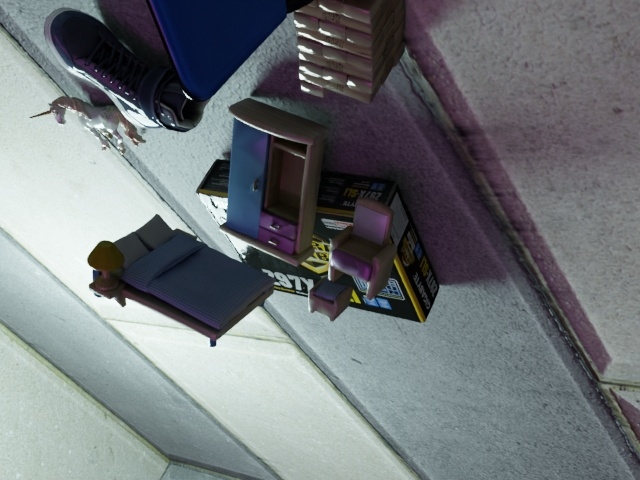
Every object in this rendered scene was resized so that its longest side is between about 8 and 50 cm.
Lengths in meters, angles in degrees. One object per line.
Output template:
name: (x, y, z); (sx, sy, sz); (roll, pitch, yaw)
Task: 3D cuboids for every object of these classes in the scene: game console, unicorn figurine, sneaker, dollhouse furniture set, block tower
game console: (-0.126, -0.307, 0.734); (0.250, 0.173, 0.293); (44, 158, 46)
unicorn figurine: (-0.356, -0.188, 1.414); (0.162, 0.060, 0.111); (-6, 138, 24)
sneaker: (-0.247, -0.226, 1.190); (0.163, 0.086, 0.226); (16, 161, 44)
dollhouse furniture set: (-0.094, -0.010, 1.108); (0.287, 0.303, 0.198); (23, 126, 24)
block tower: (0.027, -0.276, 0.867); (0.097, 0.091, 0.335); (22, 152, 15)

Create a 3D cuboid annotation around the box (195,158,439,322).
box: (0.000, 0.000, 1.369); (0.322, 0.079, 0.257); (10, 149, 31)
